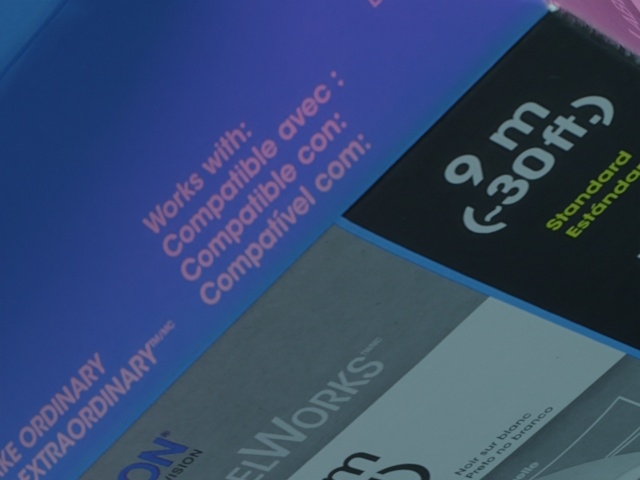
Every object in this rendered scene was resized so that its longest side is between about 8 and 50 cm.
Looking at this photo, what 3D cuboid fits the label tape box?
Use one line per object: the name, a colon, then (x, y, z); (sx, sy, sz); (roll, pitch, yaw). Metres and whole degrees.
label tape box: (0.000, 0.000, 0.531); (0.334, 0.106, 0.240); (22, 122, -43)
